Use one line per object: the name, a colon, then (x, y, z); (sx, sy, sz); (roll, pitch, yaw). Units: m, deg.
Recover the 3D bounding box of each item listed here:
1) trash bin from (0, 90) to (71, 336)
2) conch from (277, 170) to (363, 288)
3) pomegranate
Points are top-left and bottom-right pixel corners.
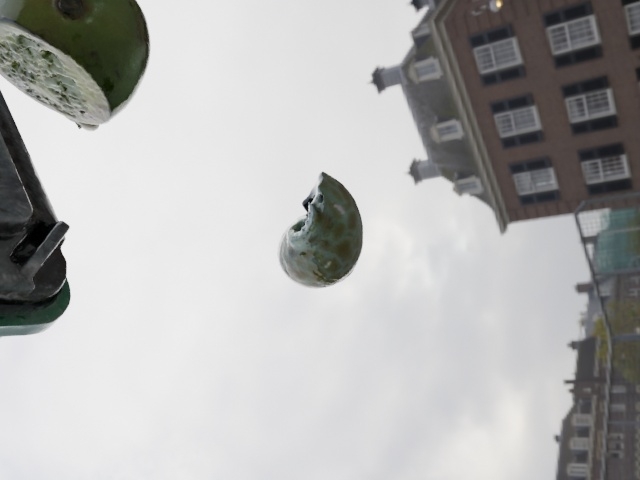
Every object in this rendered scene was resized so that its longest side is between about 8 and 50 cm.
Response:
trash bin: (-0.403, 0.026, 0.505); (0.259, 0.381, 0.295); (6, -134, -55)
conch: (0.005, 0.000, 0.827); (0.116, 0.105, 0.173); (-97, 19, -51)
pomegranate: (-0.288, -0.238, 0.857); (0.159, 0.189, 0.241); (-63, -33, -26)
